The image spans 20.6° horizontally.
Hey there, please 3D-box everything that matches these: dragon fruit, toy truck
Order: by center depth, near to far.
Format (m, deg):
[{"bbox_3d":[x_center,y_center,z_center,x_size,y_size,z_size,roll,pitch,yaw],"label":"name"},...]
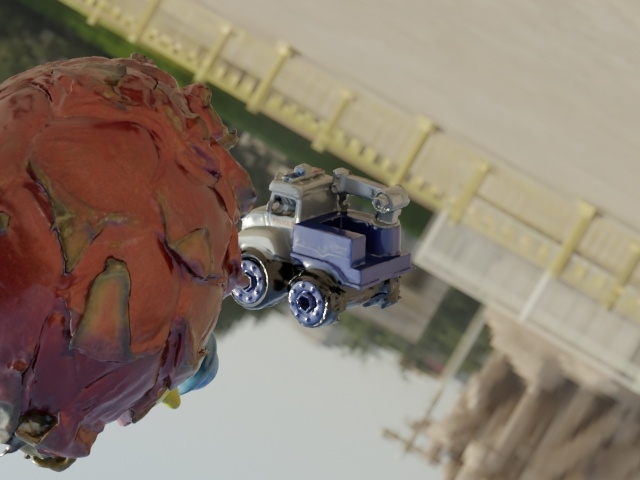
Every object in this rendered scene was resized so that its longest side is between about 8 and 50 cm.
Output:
[{"bbox_3d":[-0.199,0.005,1.443,0.277,0.342,0.277,29,158,13],"label":"dragon fruit"},{"bbox_3d":[0.000,0.000,2.111,0.213,0.177,0.161,16,-158,35],"label":"toy truck"}]

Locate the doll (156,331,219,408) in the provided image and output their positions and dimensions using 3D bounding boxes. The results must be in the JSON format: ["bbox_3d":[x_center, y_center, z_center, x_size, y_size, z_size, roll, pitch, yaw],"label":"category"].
[{"bbox_3d":[-0.238,0.138,2.314,0.199,0.145,0.363,57,-166,9],"label":"doll"}]
